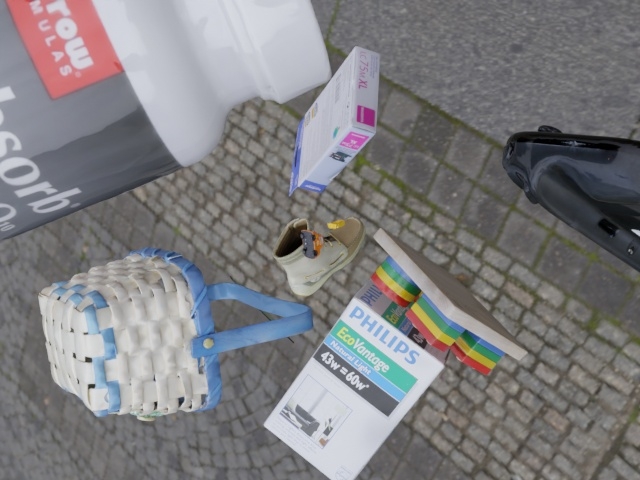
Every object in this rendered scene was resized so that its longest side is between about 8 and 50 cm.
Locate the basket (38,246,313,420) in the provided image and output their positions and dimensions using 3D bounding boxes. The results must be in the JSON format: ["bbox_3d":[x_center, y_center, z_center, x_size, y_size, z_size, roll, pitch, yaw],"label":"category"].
[{"bbox_3d":[-0.187,0.107,1.054,0.255,0.289,0.201,7,110,58],"label":"basket"}]

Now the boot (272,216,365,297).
[{"bbox_3d":[0.000,0.000,1.719,0.077,0.213,0.165,35,163,34],"label":"boot"}]

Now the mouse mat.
[{"bbox_3d":[-0.142,0.166,2.014,0.007,0.152,0.189,-45,39,-5],"label":"mouse mat"}]

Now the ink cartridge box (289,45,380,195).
[{"bbox_3d":[0.024,-0.222,1.668,0.311,0.065,0.186,139,141,-56],"label":"ink cartridge box"}]

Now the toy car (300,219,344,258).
[{"bbox_3d":[0.011,-0.002,1.582,0.122,0.040,0.060,-15,95,49],"label":"toy car"}]

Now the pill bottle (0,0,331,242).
[{"bbox_3d":[-0.192,-0.123,0.574,0.363,0.210,0.210,-22,85,1],"label":"pill bottle"}]

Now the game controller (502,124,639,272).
[{"bbox_3d":[0.294,-0.011,0.700,0.166,0.319,0.067,2,72,51],"label":"game controller"}]

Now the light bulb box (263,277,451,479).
[{"bbox_3d":[0.109,0.271,1.808,0.225,0.358,0.361,37,111,7],"label":"light bulb box"}]

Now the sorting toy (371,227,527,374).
[{"bbox_3d":[0.218,0.122,1.548,0.089,0.257,0.255,-50,43,10],"label":"sorting toy"}]
